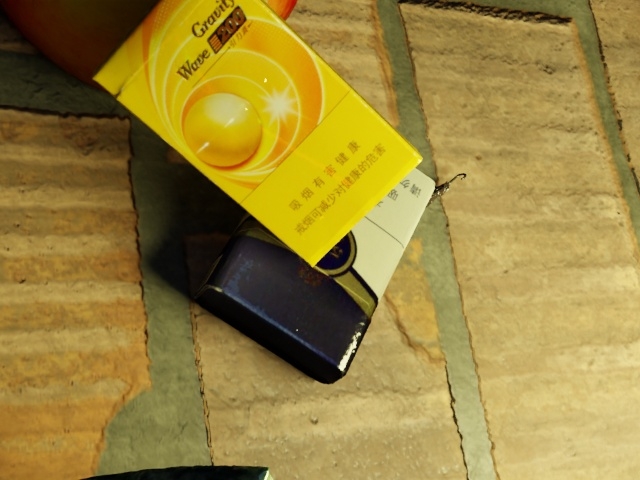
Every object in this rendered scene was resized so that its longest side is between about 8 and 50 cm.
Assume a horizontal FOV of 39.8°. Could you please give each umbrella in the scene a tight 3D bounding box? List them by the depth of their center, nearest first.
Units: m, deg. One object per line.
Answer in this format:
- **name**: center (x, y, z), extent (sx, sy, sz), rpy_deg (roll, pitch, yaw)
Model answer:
- **umbrella**: center (0.127, -0.047, 1.041), extent (0.122, 0.022, 0.013), rpy_deg (-36, 114, -22)

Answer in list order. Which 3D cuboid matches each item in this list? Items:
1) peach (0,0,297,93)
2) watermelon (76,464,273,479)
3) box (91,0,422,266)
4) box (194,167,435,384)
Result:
- **peach**: center (-0.197, -0.341, 0.837), extent (0.242, 0.306, 0.380), rpy_deg (-32, 91, -39)
- **watermelon**: center (-0.077, 0.301, 0.670), extent (0.292, 0.250, 0.283), rpy_deg (-9, 80, -26)
- **box**: center (-0.052, -0.113, 0.796), extent (0.269, 0.043, 0.152), rpy_deg (40, 102, -20)
- **box**: center (0.000, 0.000, 0.926), extent (0.168, 0.071, 0.259), rpy_deg (34, 59, -11)
